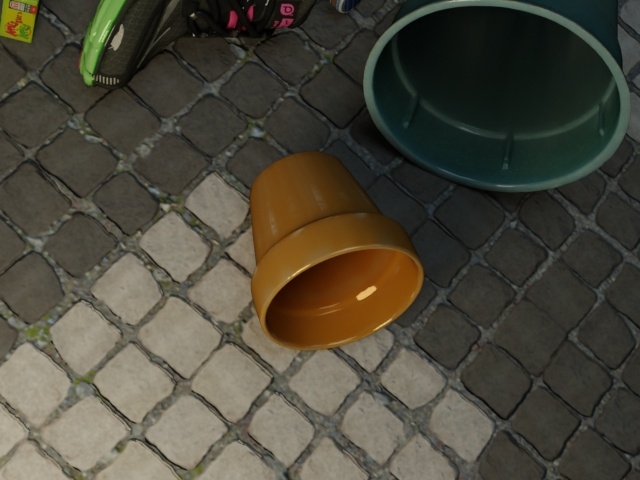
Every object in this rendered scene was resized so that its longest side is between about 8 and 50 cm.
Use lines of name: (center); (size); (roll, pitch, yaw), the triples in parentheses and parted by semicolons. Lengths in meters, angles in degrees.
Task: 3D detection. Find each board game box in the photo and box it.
board game box: (-0.373, -0.359, 1.605); (0.043, 0.092, 0.181); (13, 63, -13)

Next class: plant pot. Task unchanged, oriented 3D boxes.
plant pot: (0.258, -0.302, 1.671); (0.341, 0.341, 0.334); (22, 54, -8)
plant pot: (0.000, 0.000, 1.517); (0.205, 0.205, 0.188); (-6, 53, -21)

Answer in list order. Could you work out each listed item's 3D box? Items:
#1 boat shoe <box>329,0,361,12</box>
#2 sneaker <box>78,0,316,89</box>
boat shoe: (0.049, -0.402, 1.787); (0.066, 0.066, 0.183); (25, 59, 9)
sneaker: (-0.114, -0.347, 1.629); (0.483, 0.185, 0.202); (-42, 91, -20)
